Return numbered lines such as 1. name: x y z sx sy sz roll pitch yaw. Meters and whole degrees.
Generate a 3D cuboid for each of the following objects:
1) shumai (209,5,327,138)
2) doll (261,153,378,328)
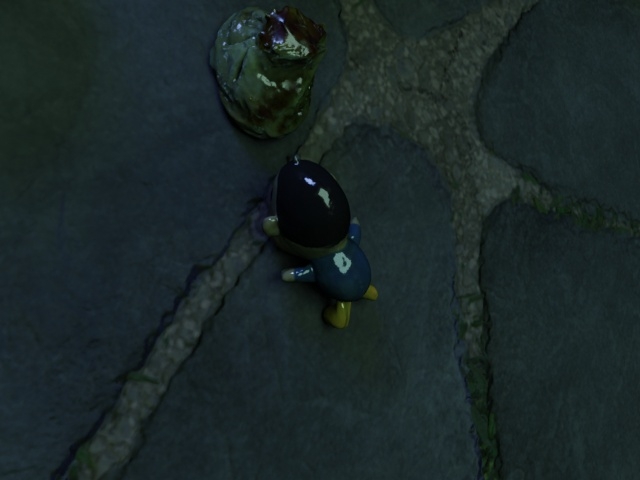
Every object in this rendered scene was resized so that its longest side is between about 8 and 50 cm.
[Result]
1. shumai: -0.036 -0.160 0.527 0.099 0.087 0.124 -20 97 -33
2. doll: 0.000 0.000 0.542 0.102 0.088 0.179 -38 128 -29
